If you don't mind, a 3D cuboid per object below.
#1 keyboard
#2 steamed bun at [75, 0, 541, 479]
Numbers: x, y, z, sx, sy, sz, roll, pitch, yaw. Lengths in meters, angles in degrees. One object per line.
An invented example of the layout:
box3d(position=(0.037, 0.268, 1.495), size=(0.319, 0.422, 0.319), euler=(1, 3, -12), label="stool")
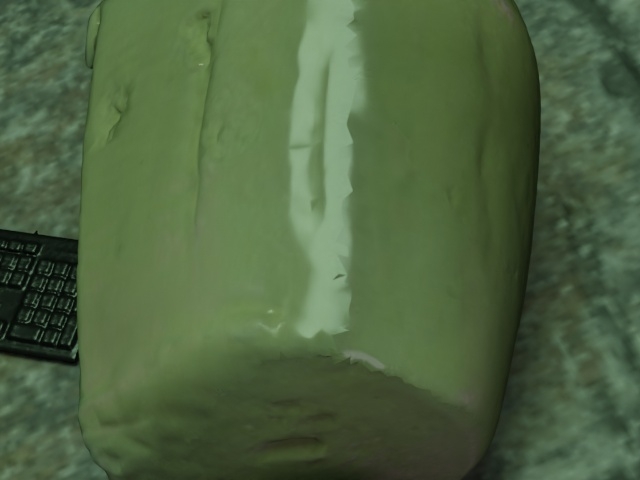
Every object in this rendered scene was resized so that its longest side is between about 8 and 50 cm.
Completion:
box3d(position=(-0.190, 0.015, 0.814), size=(0.198, 0.010, 0.064), euler=(8, 59, 21), label="keyboard")
box3d(position=(0.000, 0.000, 0.696), size=(0.200, 0.170, 0.226), euler=(-14, 62, 46), label="steamed bun")
